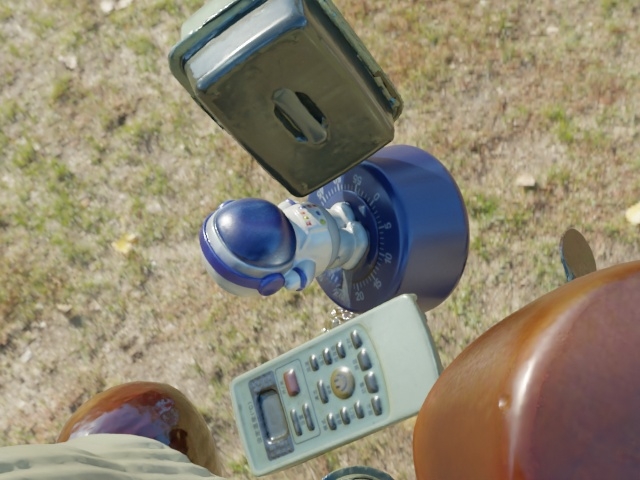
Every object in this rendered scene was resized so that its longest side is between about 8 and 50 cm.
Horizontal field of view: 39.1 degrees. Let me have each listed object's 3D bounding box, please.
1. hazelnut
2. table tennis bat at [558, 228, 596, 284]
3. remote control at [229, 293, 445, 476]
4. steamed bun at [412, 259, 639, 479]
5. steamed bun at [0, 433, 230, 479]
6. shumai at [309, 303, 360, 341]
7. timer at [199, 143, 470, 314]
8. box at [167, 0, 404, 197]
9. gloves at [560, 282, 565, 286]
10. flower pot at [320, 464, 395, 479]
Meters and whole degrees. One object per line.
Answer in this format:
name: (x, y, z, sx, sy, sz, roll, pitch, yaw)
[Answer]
hazelnut: (-0.402, 0.511, 1.884, 0.421, 0.420, 0.353, -43, 52, -17)
table tennis bat: (0.380, 0.045, 1.345, 0.014, 0.095, 0.158, -23, 23, 38)
remote control: (0.013, 0.160, 0.965, 0.285, 0.038, 0.123, -30, 70, 37)
steamed bun: (0.277, 0.153, 0.674, 0.379, 0.235, 0.248, 22, 69, -6)
steamed bun: (-0.025, 0.250, 0.340, 0.384, 0.247, 0.236, 26, 93, 14)
shumai: (0.044, 0.235, 1.765, 0.176, 0.205, 0.166, -37, 26, -21)
timer: (0.000, 0.000, 1.319, 0.384, 0.270, 0.270, -7, 46, -39)
box: (-0.040, -0.209, 1.191, 0.221, 0.290, 0.166, -32, 42, 15)
gloves: (0.438, 0.122, 1.531, 0.107, 0.268, 0.135, 33, 106, 37)
flower pot: (0.087, 0.526, 1.611, 0.212, 0.202, 0.212, 0, 88, -12)
